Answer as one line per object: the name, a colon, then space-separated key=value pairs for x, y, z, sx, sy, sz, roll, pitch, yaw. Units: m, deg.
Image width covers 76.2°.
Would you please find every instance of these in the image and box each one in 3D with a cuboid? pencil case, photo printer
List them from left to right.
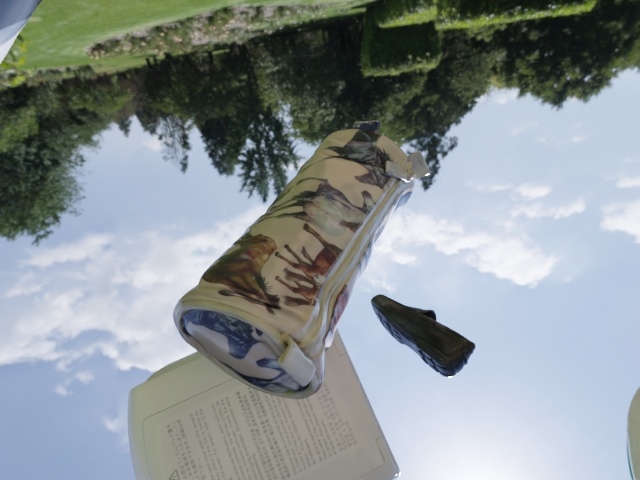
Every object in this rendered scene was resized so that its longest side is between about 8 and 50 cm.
photo printer: x=-0.086 y=0.252 z=0.540 sx=0.307 sy=0.256 sz=0.107 roll=-23 pitch=168 yaw=-8
pencil case: x=0.000 y=0.000 z=0.514 sx=0.183 sy=0.160 sz=0.410 roll=-20 pitch=-155 yaw=39

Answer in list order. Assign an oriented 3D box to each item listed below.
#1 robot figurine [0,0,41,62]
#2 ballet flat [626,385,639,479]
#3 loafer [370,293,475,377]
robot figurine: x=-0.227 y=-0.195 z=0.201 sx=0.278 sy=0.209 sz=0.173 roll=-35 pitch=-158 yaw=23
ballet flat: x=0.552 y=0.228 z=0.578 sx=0.400 sy=0.139 sz=0.139 roll=-22 pitch=-152 yaw=-38
loafer: x=0.177 y=0.157 z=0.741 sx=0.078 sy=0.076 sz=0.223 roll=-37 pitch=-144 yaw=-15
